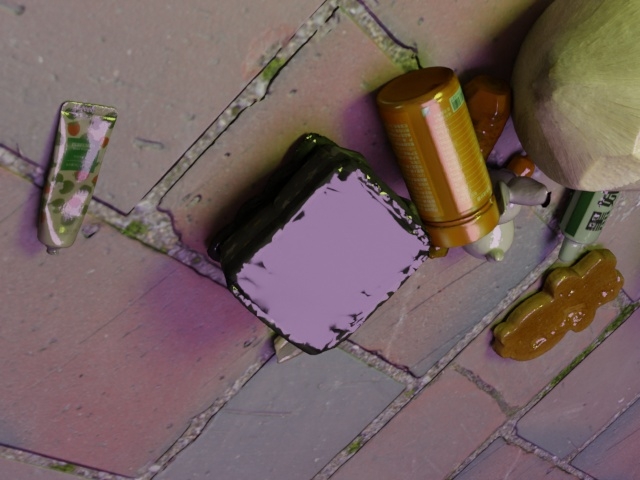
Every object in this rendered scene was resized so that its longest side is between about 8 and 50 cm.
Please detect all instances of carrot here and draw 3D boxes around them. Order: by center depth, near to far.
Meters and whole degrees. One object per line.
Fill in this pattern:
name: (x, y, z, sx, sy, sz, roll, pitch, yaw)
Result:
carrot: (0.172, -0.084, 1.156, 0.070, 0.070, 0.260, -8, 132, -30)

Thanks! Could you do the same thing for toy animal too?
toy animal: (0.245, -0.049, 1.208, 0.131, 0.127, 0.181, -17, 147, -14)

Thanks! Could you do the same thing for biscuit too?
biscuit: (0.390, 0.113, 1.522, 0.249, 0.035, 0.184, -40, 139, 3)

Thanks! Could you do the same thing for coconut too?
coconut: (0.337, -0.172, 1.068, 0.266, 0.237, 0.237, 4, 124, -43)

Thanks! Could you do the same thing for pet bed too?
pet bed: (0.000, 0.000, 1.060, 0.183, 0.159, 0.211, 40, 98, -24)

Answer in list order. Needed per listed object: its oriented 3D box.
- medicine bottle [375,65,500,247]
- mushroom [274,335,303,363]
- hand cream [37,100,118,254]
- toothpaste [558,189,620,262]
medicine bottle: (0.137, -0.095, 1.058, 0.096, 0.096, 0.192, -30, 118, -10)
mushroom: (0.016, 0.097, 1.233, 0.202, 0.054, 0.059, -37, 134, 7)
hand cream: (-0.246, -0.059, 0.913, 0.057, 0.037, 0.165, 3, 119, -38)
toothpaste: (0.420, -0.131, 1.300, 0.099, 0.061, 0.392, -4, 127, -30)
